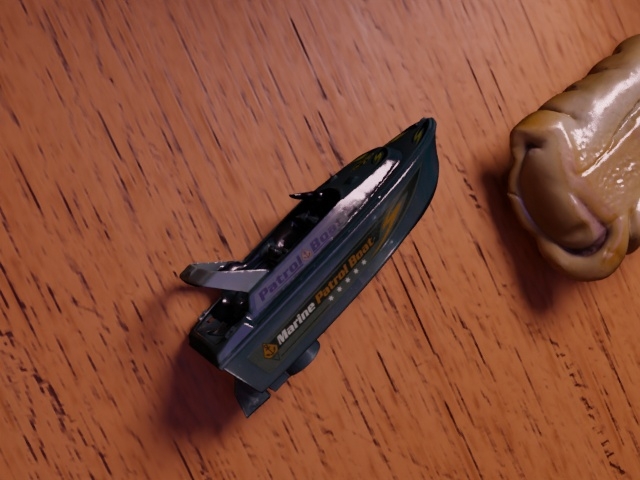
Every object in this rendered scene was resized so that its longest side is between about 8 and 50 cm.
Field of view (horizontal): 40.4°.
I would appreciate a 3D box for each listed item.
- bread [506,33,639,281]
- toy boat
[{"bbox_3d":[0.242,-0.078,0.683,0.225,0.081,0.134,-38,94,-12],"label":"bread"},{"bbox_3d":[0.000,0.000,0.605,0.246,0.093,0.103,-47,108,-11],"label":"toy boat"}]
